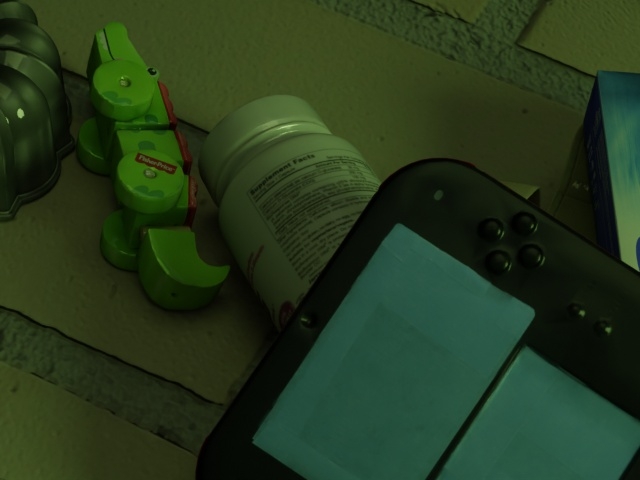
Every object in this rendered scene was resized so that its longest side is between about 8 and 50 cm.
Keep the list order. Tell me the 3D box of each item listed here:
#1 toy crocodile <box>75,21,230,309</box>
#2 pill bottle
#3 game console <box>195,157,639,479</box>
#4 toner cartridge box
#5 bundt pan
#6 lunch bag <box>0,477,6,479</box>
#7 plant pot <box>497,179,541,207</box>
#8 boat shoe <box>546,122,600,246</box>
[{"bbox_3d":[-0.174,-0.079,1.899,0.105,0.115,0.340,-2,49,-20],"label":"toy crocodile"},{"bbox_3d":[0.000,0.000,1.823,0.160,0.160,0.283,-14,50,-24],"label":"pill bottle"},{"bbox_3d":[0.119,0.155,1.617,0.342,0.060,0.386,33,82,13],"label":"game console"},{"bbox_3d":[0.351,-0.015,1.820,0.165,0.075,0.348,3,48,-3],"label":"toner cartridge box"},{"bbox_3d":[-0.409,-0.159,1.920,0.331,0.124,0.331,6,46,-6],"label":"bundt pan"},{"bbox_3d":[-0.238,0.336,1.408,0.305,0.212,0.256,38,51,23],"label":"lunch bag"},{"bbox_3d":[0.150,-0.001,1.902,0.096,0.109,0.109,23,45,30],"label":"plant pot"},{"bbox_3d":[0.289,-0.035,1.955,0.113,0.103,0.302,27,48,16],"label":"boat shoe"}]
